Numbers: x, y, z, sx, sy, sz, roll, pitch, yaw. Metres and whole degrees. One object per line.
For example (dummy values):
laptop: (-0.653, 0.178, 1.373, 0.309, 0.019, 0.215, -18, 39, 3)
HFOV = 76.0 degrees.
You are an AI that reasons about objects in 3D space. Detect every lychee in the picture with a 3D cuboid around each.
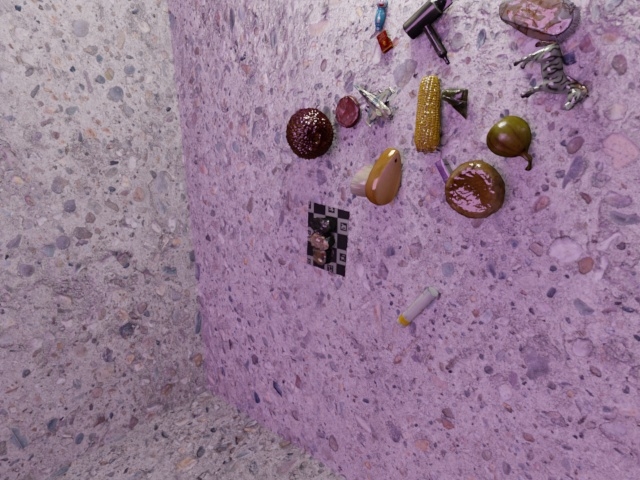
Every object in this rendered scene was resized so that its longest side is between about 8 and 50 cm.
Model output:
lychee: (-0.065, -0.543, 2.047, 0.271, 0.271, 0.271, 13, 109, 40)

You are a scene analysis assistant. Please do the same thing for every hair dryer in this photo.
hair dryer: (0.464, -0.815, 1.608, 0.196, 0.078, 0.248, -30, 90, 42)

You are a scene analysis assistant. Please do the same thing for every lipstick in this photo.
lipstick: (0.448, 0.315, 1.915, 0.059, 0.059, 0.264, 50, 129, 21)

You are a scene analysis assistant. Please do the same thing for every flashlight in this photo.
flashlight: (0.259, -0.971, 1.760, 0.051, 0.051, 0.129, 26, 124, 35)

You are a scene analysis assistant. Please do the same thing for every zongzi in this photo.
zongzi: (0.528, -0.539, 1.624, 0.109, 0.055, 0.119, 16, 123, 41)

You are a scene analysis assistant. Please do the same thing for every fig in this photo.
fig: (0.683, -0.348, 1.466, 0.148, 0.142, 0.186, 103, 146, -58)

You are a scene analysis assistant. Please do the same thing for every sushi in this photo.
sushi: (0.000, 0.000, 2.212, 0.296, 0.100, 0.373, 17, 112, 38)

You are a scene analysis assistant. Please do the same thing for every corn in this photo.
corn: (0.441, -0.511, 1.672, 0.106, 0.106, 0.305, 12, 106, 40)

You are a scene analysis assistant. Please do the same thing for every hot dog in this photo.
hot dog: (0.727, -0.759, 1.366, 0.268, 0.075, 0.144, 45, 124, 27)

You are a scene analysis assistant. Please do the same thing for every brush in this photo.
brush: (0.261, -0.301, 1.860, 0.166, 0.174, 0.266, 35, 115, 42)

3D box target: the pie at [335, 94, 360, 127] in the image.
pie: (0.133, -0.619, 1.971, 0.154, 0.036, 0.154, 13, 109, 40)

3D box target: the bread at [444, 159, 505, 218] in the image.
bread: (0.600, -0.198, 1.591, 0.230, 0.123, 0.230, 16, 121, 29)

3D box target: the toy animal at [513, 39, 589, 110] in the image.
toy animal: (0.764, -0.539, 1.387, 0.170, 0.090, 0.255, -35, 84, 46)

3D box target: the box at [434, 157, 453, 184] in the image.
box: (0.521, -0.280, 1.696, 0.036, 0.051, 0.117, -32, 77, 45)

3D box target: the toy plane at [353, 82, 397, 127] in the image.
toy plane: (0.238, -0.629, 1.848, 0.192, 0.088, 0.262, -53, 55, 31)

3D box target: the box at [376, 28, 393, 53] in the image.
box: (0.280, -0.864, 1.781, 0.051, 0.023, 0.082, -24, 85, 44)
